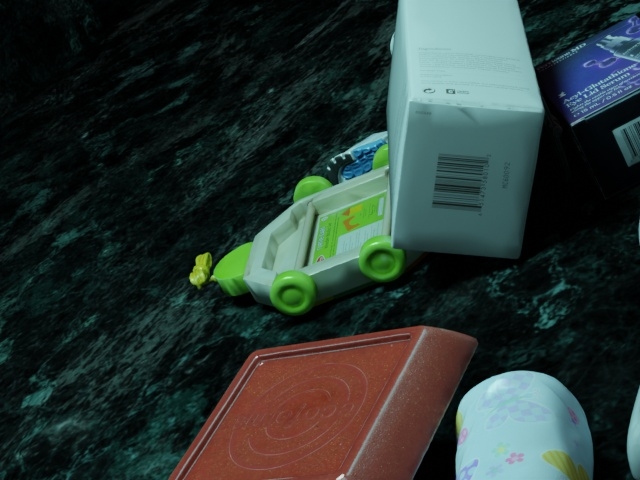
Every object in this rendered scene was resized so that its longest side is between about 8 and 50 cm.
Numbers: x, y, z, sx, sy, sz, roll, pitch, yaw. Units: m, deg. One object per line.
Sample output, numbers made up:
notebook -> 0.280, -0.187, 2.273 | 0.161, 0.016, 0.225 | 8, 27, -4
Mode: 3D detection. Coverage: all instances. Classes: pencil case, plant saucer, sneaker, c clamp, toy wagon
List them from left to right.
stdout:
plant saucer -> -0.015, 0.168, 1.329 | 0.258, 0.047, 0.259 | -11, 31, 35
toy wagon -> 0.000, 0.000, 1.852 | 0.344, 0.068, 0.267 | -22, 25, 18
sneaker -> 0.100, -0.125, 1.986 | 0.191, 0.071, 0.083 | -11, 24, 35
pencil case -> 0.156, 0.223, 1.190 | 0.124, 0.113, 0.273 | -29, 22, 22
c clamp -> 0.266, -0.137, 1.745 | 0.022, 0.137, 0.160 | -24, 19, 2

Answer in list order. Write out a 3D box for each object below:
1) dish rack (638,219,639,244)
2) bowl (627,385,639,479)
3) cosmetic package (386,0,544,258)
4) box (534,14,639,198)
dish rack -> 0.450, -0.088, 1.360 | 0.072, 0.285, 0.333 | 5, 2, -37
bowl -> 0.325, 0.136, 1.247 | 0.142, 0.053, 0.142 | -15, 27, 33
cosmetic package -> 0.159, -0.155, 1.743 | 0.155, 0.197, 0.365 | 5, 32, 0
box -> 0.350, -0.160, 1.725 | 0.153, 0.108, 0.207 | -28, 25, 4
